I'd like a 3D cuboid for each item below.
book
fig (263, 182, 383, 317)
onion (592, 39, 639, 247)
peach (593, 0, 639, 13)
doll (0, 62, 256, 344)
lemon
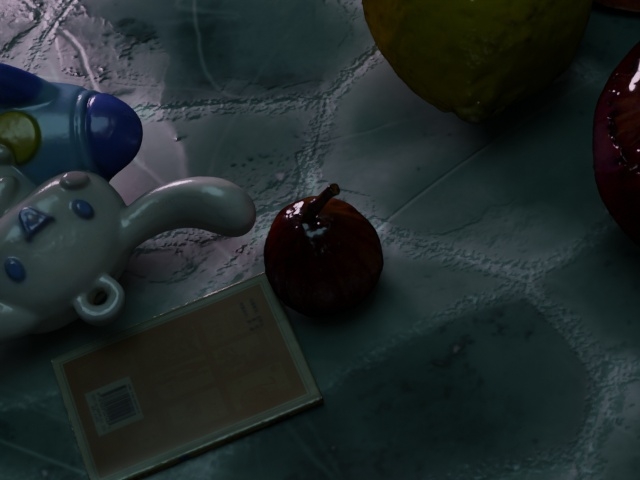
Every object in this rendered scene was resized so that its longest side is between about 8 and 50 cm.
[{"bbox_3d":[-0.136,0.140,1.664,0.242,0.018,0.170,-21,54,-4],"label":"book"},{"bbox_3d":[0.005,0.014,1.664,0.128,0.150,0.128,1,86,-8],"label":"fig"},{"bbox_3d":[0.396,-0.098,1.601,0.276,0.276,0.276,-5,53,7],"label":"onion"},{"bbox_3d":[0.351,-0.346,1.896,0.279,0.068,0.189,34,68,30],"label":"peach"},{"bbox_3d":[-0.310,-0.055,1.735,0.376,0.187,0.365,-20,59,-27],"label":"doll"},{"bbox_3d":[0.167,-0.272,1.767,0.253,0.253,0.310,-2,70,10],"label":"lemon"}]
